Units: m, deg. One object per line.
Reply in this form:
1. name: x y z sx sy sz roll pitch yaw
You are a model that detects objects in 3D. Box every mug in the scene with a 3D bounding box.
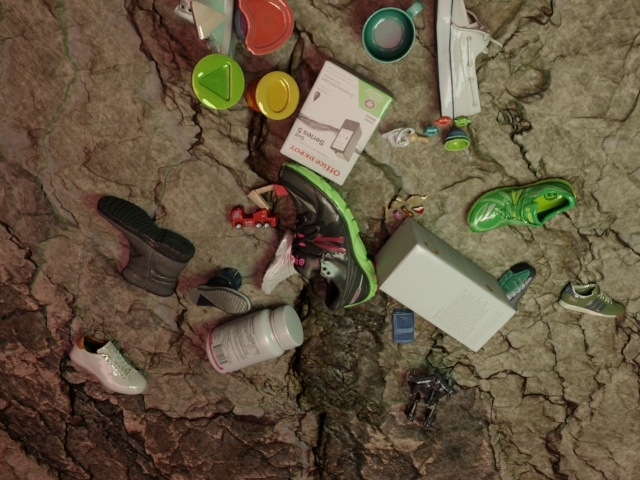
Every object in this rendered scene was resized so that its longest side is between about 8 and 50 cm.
1. mug: 0.184 -0.519 1.327 0.158 0.097 0.129 -9 111 10

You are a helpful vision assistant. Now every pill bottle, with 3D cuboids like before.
1. pill bottle: -0.209 0.315 1.699 0.283 0.160 0.160 -21 109 15

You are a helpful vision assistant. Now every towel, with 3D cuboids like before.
1. towel: 0.267 0.276 1.698 0.067 0.029 0.119 -1 113 6

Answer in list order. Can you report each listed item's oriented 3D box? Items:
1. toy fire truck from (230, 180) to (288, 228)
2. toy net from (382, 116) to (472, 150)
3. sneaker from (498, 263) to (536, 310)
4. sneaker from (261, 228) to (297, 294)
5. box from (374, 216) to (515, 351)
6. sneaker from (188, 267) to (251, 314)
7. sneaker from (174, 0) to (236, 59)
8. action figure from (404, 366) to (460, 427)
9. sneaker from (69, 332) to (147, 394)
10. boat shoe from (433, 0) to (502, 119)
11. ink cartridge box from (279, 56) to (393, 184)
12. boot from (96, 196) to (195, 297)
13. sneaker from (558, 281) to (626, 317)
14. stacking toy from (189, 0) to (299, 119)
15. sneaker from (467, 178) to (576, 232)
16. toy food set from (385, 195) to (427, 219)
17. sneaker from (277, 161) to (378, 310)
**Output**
1. toy fire truck: -0.179 -0.106 1.576 0.192 0.047 0.135 -1 113 8
2. toy net: 0.281 -0.279 1.411 0.232 0.122 0.045 -3 75 8
3. sneaker: 0.578 0.164 1.600 0.098 0.083 0.223 24 120 -27
4. sneaker: -0.105 0.084 1.629 0.115 0.090 0.232 25 115 -8
5. box: 0.344 0.121 1.508 0.345 0.215 0.168 34 110 -11
6. sneaker: -0.268 0.150 1.623 0.226 0.163 0.086 9 113 32
7. sneaker: -0.301 -0.543 1.375 0.151 0.094 0.256 6 104 -2
8. action figure: 0.353 0.484 1.721 0.164 0.141 0.275 13 130 3
9. sneaker: -0.727 0.428 1.838 0.290 0.106 0.123 32 115 -6
10. boat shoe: 0.364 -0.483 1.302 0.156 0.136 0.367 -6 115 9
11. ink cartridge box: 0.042 -0.317 1.421 0.198 0.115 0.273 28 113 -6
12. boot: -0.580 0.032 1.652 0.338 0.118 0.222 36 118 -4
13. sneaker: 0.816 0.171 1.567 0.192 0.064 0.086 9 119 6
14. stacking toy: -0.207 -0.467 1.343 0.279 0.130 0.309 -8 110 -26
15. sneaker: 0.548 -0.092 1.454 0.295 0.123 0.109 -19 110 15
16. toy food set: 0.250 -0.096 1.547 0.122 0.019 0.078 -2 113 -1
17. sneaker: 0.000 0.000 1.504 0.202 0.185 0.483 -31 108 -12
